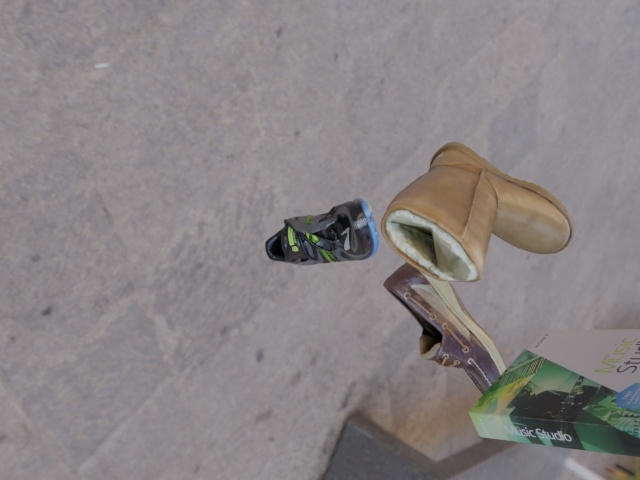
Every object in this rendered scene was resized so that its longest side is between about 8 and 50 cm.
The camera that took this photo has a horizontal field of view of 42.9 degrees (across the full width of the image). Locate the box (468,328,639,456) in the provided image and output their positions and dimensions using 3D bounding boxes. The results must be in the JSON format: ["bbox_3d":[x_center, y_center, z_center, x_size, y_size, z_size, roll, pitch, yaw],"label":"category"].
[{"bbox_3d":[0.407,0.213,1.195,0.232,0.322,0.059,-37,106,-35],"label":"box"}]

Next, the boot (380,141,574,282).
[{"bbox_3d":[0.207,-0.011,1.034,0.089,0.236,0.269,-62,175,29],"label":"boot"}]

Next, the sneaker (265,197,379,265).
[{"bbox_3d":[0.000,0.000,0.908,0.078,0.188,0.067,-14,89,-34],"label":"sneaker"}]

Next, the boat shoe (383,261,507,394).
[{"bbox_3d":[0.241,0.189,1.578,0.123,0.123,0.342,-38,104,-13],"label":"boat shoe"}]
